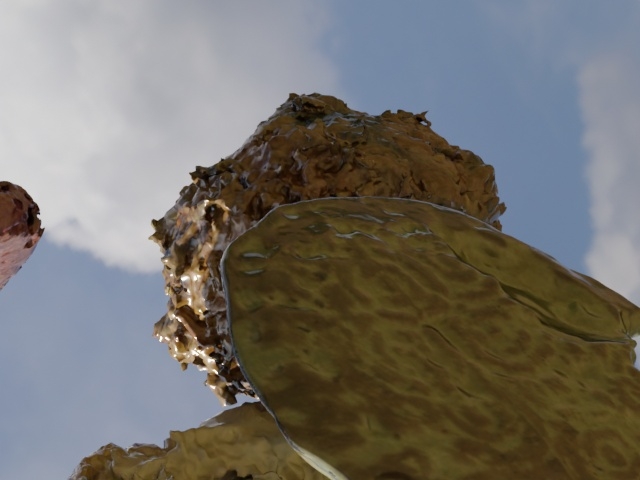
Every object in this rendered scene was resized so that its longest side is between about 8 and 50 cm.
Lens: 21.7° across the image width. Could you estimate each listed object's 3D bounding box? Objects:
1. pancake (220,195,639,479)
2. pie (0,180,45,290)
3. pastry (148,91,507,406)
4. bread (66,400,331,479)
[{"bbox_3d":[0.063,0.050,0.654,0.212,0.029,0.235,13,-149,-16],"label":"pancake"},{"bbox_3d":[-0.232,0.021,1.013,0.038,0.153,0.153,48,-152,8],"label":"pie"},{"bbox_3d":[0.000,0.000,1.215,0.275,0.275,0.193,9,-130,-55],"label":"pastry"},{"bbox_3d":[-0.059,0.241,1.106,0.274,0.149,0.274,13,-139,-12],"label":"bread"}]
